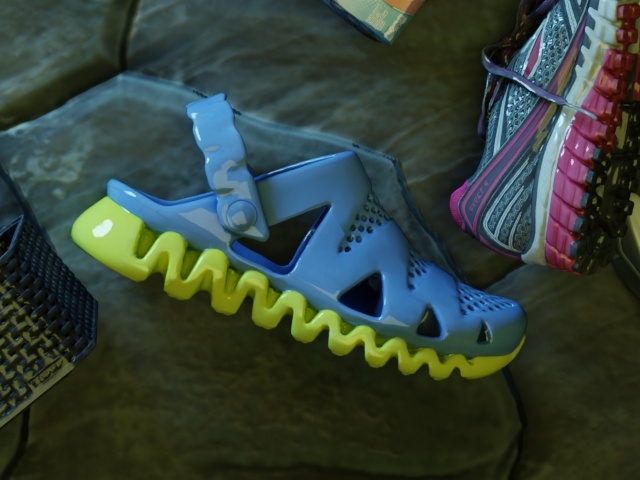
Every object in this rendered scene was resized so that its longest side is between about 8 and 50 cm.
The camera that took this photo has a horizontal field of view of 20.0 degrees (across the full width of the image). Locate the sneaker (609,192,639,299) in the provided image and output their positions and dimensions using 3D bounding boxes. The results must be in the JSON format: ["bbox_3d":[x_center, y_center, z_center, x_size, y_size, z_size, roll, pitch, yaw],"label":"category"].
[{"bbox_3d":[0.253,0.025,1.298,0.061,0.053,0.152,-33,107,-10],"label":"sneaker"}]

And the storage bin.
[{"bbox_3d":[-0.217,0.061,1.179,0.122,0.180,0.084,-39,102,0],"label":"storage bin"}]

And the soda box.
[{"bbox_3d":[0.076,-0.221,1.230,0.058,0.063,0.183,36,93,-10],"label":"soda box"}]

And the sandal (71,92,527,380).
[{"bbox_3d":[0.000,0.000,1.229,0.317,0.126,0.138,21,91,-11],"label":"sandal"}]

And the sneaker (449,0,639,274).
[{"bbox_3d":[0.169,-0.132,1.234,0.112,0.121,0.299,14,87,29],"label":"sneaker"}]
